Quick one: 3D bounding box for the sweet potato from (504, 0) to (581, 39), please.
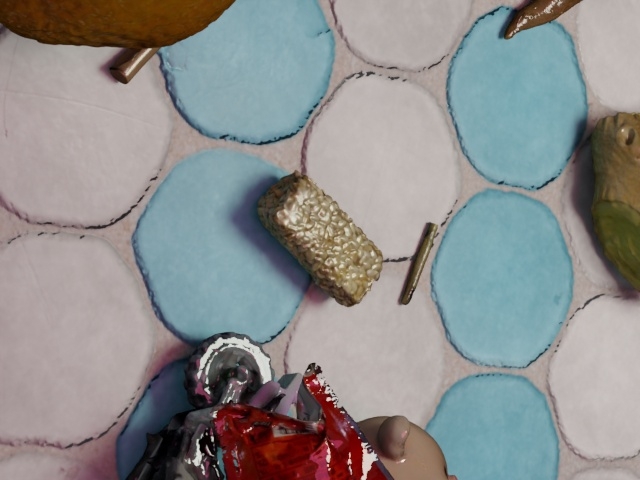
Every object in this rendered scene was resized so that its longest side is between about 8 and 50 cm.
[{"bbox_3d":[0.312,-0.322,1.661,0.226,0.068,0.068,-46,113,-20],"label":"sweet potato"}]

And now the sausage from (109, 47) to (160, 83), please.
[{"bbox_3d":[-0.175,-0.211,1.402,0.116,0.026,0.026,-49,114,-20],"label":"sausage"}]

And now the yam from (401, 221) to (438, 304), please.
[{"bbox_3d":[0.119,0.028,1.593,0.014,0.014,0.107,26,79,-29],"label":"yam"}]

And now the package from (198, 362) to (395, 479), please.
[{"bbox_3d":[-0.003,0.267,1.337,0.194,0.071,0.269,-22,83,-13],"label":"package"}]

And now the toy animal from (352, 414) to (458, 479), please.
[{"bbox_3d":[0.059,0.324,1.478,0.221,0.210,0.229,-29,84,-2],"label":"toy animal"}]

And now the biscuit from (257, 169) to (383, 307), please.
[{"bbox_3d":[0.000,0.000,1.490,0.168,0.070,0.082,45,74,-27],"label":"biscuit"}]

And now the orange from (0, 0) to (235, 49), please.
[{"bbox_3d":[-0.199,-0.355,1.219,0.322,0.322,0.357,0,84,-31],"label":"orange"}]

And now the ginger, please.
[{"bbox_3d":[0.446,-0.057,1.719,0.221,0.130,0.275,-52,121,-28],"label":"ginger"}]

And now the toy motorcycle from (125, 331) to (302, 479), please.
[{"bbox_3d":[-0.109,0.266,1.399,0.188,0.143,0.327,33,66,-20],"label":"toy motorcycle"}]
